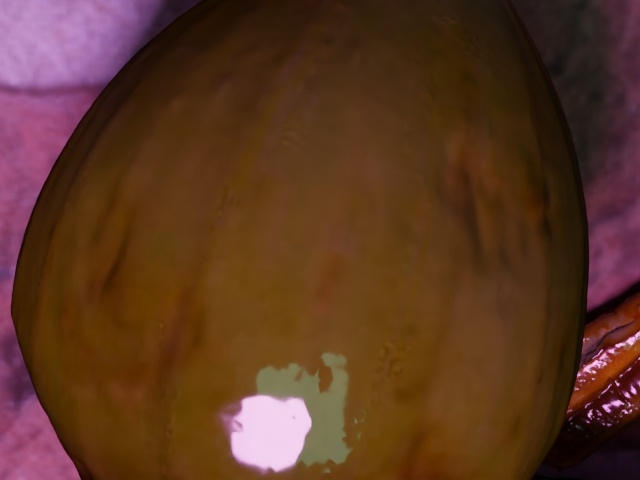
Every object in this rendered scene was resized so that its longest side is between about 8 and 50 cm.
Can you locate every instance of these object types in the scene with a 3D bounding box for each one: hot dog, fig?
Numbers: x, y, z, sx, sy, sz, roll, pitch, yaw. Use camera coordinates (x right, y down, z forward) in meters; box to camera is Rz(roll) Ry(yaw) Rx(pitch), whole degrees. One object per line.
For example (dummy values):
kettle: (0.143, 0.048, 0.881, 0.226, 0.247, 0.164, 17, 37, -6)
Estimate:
hot dog: (0.150, 0.062, 0.832, 0.062, 0.038, 0.144, 34, 118, -22)
fig: (0.000, 0.000, 0.672, 0.239, 0.239, 0.271, 16, 96, -14)

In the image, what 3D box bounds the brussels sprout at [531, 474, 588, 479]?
brussels sprout: (0.119, 0.252, 0.836, 0.371, 0.315, 0.276, 15, 103, -7)
